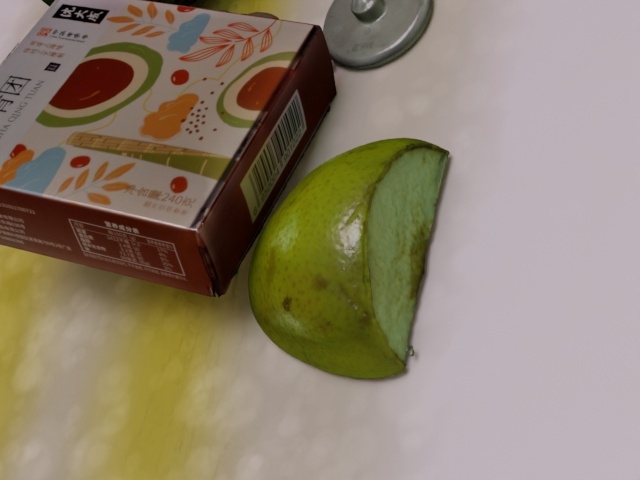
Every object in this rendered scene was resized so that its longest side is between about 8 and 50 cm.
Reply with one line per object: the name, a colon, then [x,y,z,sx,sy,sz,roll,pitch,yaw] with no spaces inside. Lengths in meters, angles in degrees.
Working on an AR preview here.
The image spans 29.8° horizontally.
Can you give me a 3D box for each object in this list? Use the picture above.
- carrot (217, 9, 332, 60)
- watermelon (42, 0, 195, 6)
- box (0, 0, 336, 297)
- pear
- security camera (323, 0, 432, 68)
carrot: [-0.097,-0.255,1.606,0.263,0.102,0.101,13,70,32]
watermelon: [-0.250,-0.396,1.688,0.331,0.189,0.331,-27,13,7]
box: [-0.225,-0.134,1.469,0.385,0.122,0.344,12,53,22]
pear: [-0.003,0.002,1.356,0.239,0.139,0.288,-9,58,43]
security camera: [0.073,-0.362,1.557,0.157,0.080,0.301,-5,63,31]
